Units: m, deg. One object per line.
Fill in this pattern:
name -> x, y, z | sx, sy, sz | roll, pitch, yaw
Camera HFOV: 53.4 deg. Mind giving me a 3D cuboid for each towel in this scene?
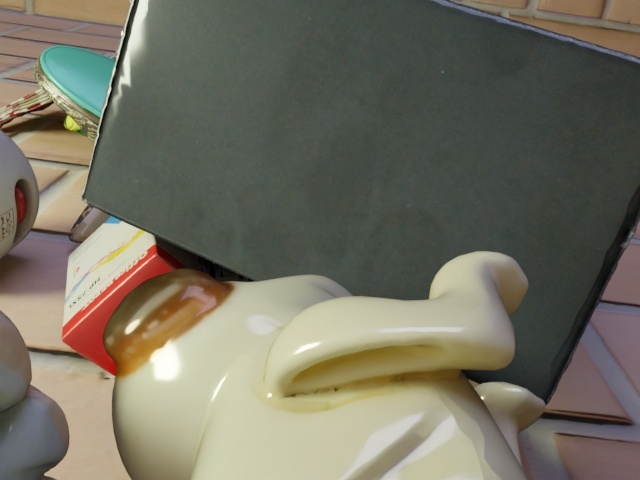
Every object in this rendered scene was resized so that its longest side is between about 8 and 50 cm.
towel -> -0.513, -0.324, 1.327 | 0.328, 0.037, 0.237 | -17, 22, 22

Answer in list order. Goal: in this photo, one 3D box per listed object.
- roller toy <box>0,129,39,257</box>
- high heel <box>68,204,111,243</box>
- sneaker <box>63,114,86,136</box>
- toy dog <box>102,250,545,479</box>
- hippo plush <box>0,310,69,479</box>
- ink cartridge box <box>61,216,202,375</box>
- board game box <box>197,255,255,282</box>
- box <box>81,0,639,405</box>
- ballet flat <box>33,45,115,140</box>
roller toy -> -0.456, -0.048, 0.764 | 0.209, 0.191, 0.146 | -28, 18, 19
high heel -> -0.312, -0.058, 1.006 | 0.186, 0.093, 0.261 | 0, 27, 43
sneaker -> -0.461, -0.266, 1.372 | 0.123, 0.109, 0.295 | 30, 16, -16
toy dog -> 0.004, 0.178, 0.399 | 0.395, 0.285, 0.408 | -36, 38, -5
hippo plush -> -0.303, 0.184, 0.374 | 0.236, 0.234, 0.294 | -9, 67, 4
ink cartridge box -> -0.204, 0.048, 0.695 | 0.078, 0.134, 0.231 | 45, 5, -31
board game box -> -0.118, 0.060, 0.813 | 0.170, 0.048, 0.141 | 2, 24, -13
box -> 0.088, -0.102, 0.753 | 0.479, 0.298, 0.471 | 23, 11, 15
ballet flat -> -0.271, -0.188, 1.143 | 0.482, 0.182, 0.164 | 16, 50, -5
